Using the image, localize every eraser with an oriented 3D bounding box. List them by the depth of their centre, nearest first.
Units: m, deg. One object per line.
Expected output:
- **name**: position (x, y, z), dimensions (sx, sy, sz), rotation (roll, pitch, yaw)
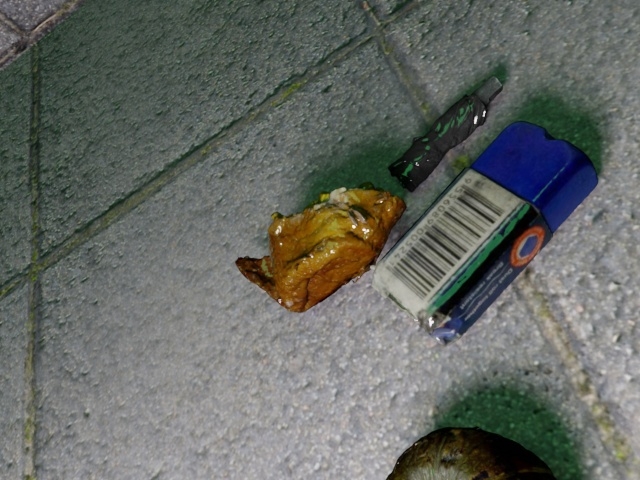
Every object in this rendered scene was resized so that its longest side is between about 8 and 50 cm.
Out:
- **eraser**: position (0.230, -0.014, 0.969), dimensions (0.332, 0.101, 0.155), rotation (-47, 46, 0)

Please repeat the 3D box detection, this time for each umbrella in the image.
- **umbrella**: position (0.214, -0.179, 1.109), dimensions (0.235, 0.059, 0.066), rotation (-43, 70, 2)

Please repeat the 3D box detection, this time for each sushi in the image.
- **sushi**: position (0.003, -0.001, 1.071), dimensions (0.296, 0.166, 0.179), rotation (-45, 46, 42)

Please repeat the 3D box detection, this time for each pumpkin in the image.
- **pumpkin**: position (0.171, 0.329, 0.762), dimensions (0.237, 0.159, 0.238), rotation (-15, 60, 29)
